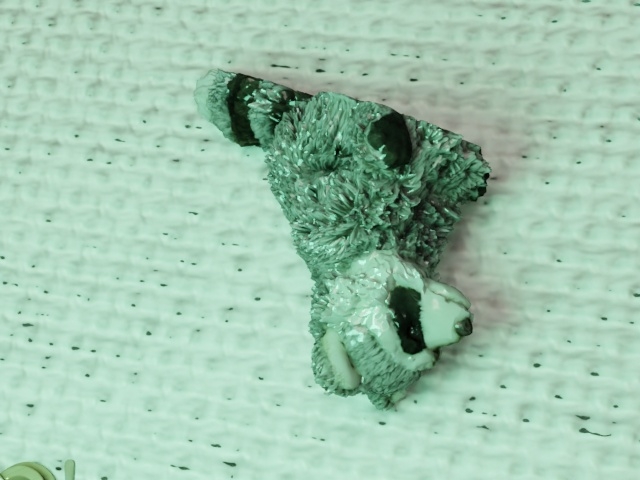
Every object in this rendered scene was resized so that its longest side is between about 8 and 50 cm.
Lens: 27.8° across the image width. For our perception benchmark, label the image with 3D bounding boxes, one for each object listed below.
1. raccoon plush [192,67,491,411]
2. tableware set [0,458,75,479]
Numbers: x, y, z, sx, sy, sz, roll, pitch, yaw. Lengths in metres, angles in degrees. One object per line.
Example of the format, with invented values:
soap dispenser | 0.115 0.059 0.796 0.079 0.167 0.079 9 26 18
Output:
raccoon plush | 0.000 0.000 1.435 0.446 0.216 0.299 20 90 51
tableware set | -0.338 0.341 1.438 0.128 0.039 0.194 -10 68 13
